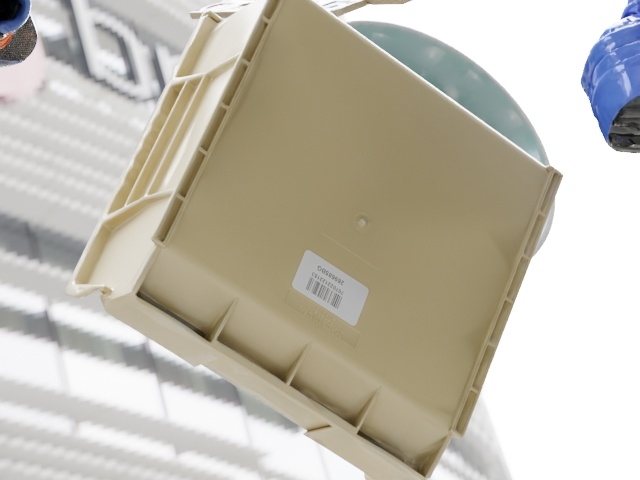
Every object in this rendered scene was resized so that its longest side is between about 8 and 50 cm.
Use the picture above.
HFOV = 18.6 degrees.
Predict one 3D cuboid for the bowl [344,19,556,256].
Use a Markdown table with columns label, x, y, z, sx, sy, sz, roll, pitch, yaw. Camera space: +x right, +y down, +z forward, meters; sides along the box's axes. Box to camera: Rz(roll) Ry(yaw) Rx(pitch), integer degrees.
| label | x | y | z | sx | sy | sz | roll | pitch | yaw |
| --- | --- | --- | --- | --- | --- | --- | --- | --- | --- |
| bowl | 0.065 | -0.051 | 1.961 | 0.311 | 0.312 | 0.163 | 3 | -34 | -29 |

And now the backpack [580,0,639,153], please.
| label | x | y | z | sx | sy | sz | roll | pitch | yaw |
| --- | --- | --- | --- | --- | --- | --- | --- | --- | --- |
| backpack | 0.231 | -0.114 | 1.283 | 0.120 | 0.101 | 0.098 | -19 | -28 | -7 |

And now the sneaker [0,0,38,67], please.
| label | x | y | z | sx | sy | sz | roll | pitch | yaw |
| --- | --- | --- | --- | --- | --- | --- | --- | --- | --- |
| sneaker | -0.286 | -0.197 | 1.674 | 0.083 | 0.087 | 0.221 | -64 | -15 | -7 |

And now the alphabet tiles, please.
| label | x | y | z | sx | sy | sz | roll | pitch | yaw |
| --- | --- | --- | --- | --- | --- | --- | --- | --- | --- |
| alphabet tiles | 0.030 | -0.228 | 1.744 | 0.198 | 0.237 | 0.009 | -25 | -69 | -38 |

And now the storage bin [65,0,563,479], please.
| label | x | y | z | sx | sy | sz | roll | pitch | yaw |
| --- | --- | --- | --- | --- | --- | --- | --- | --- | --- |
| storage bin | 0.000 | 0.000 | 1.342 | 0.262 | 0.260 | 0.123 | 34 | -27 | -20 |
